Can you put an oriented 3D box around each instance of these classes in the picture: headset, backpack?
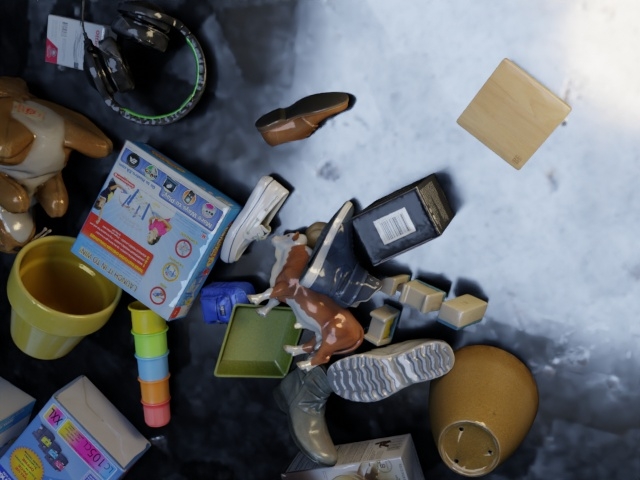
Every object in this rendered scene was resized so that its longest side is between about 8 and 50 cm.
[{"bbox_3d":[-0.427,-0.422,1.612,0.394,0.185,0.243,41,92,-9],"label":"headset"},{"bbox_3d":[-0.212,0.151,1.739,0.120,0.101,0.097,-4,107,15],"label":"backpack"}]

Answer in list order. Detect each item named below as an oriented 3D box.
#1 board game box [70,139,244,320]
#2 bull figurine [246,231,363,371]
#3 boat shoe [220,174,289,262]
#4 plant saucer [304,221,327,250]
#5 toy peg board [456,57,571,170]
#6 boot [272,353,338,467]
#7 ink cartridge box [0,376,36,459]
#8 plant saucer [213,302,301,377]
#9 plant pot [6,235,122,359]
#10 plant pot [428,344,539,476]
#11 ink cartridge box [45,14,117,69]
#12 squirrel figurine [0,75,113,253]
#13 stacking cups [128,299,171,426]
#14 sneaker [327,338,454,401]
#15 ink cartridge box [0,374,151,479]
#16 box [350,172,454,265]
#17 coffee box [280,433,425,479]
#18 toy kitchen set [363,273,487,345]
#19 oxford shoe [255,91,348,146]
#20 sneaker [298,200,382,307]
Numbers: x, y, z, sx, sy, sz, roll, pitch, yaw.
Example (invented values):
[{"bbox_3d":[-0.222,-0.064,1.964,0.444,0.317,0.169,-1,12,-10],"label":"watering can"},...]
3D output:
[{"bbox_3d":[-0.379,-0.024,1.725,0.308,0.086,0.301,33,102,14],"label":"board game box"},{"bbox_3d":[-0.041,0.130,1.630,0.188,0.101,0.310,-36,82,-10],"label":"bull figurine"},{"bbox_3d":[-0.149,-0.034,1.685,0.076,0.083,0.226,32,109,10],"label":"boat shoe"},{"bbox_3d":[0.000,0.000,1.680,0.084,0.015,0.083,4,103,17],"label":"plant saucer"},{"bbox_3d":[0.387,-0.255,1.477,0.161,0.079,0.160,40,126,7],"label":"toy peg board"},{"bbox_3d":[-0.005,0.371,1.685,0.161,0.083,0.246,-51,54,23],"label":"boot"},{"bbox_3d":[-0.914,0.509,2.009,0.171,0.168,0.232,27,109,10],"label":"ink cartridge box"},{"bbox_3d":[-0.144,0.224,1.718,0.045,0.188,0.188,42,120,54],"label":"plant saucer"},{"bbox_3d":[-0.641,0.157,1.818,0.254,0.254,0.239,41,127,6],"label":"plant pot"},{"bbox_3d":[0.318,0.368,1.530,0.237,0.254,0.237,4,103,18],"label":"plant pot"},{"bbox_3d":[-0.555,-0.456,1.737,0.151,0.063,0.109,15,106,13],"label":"ink cartridge box"},{"bbox_3d":[-0.759,-0.175,1.795,0.397,0.281,0.370,42,122,20],"label":"squirrel figurine"},{"bbox_3d":[-0.421,0.306,1.845,0.096,0.096,0.316,5,104,17],"label":"stacking cups"},{"bbox_3d":[0.155,0.279,1.626,0.281,0.115,0.105,-12,91,12],"label":"sneaker"},{"bbox_3d":[-0.672,0.592,1.962,0.270,0.151,0.395,44,113,5],"label":"ink cartridge box"},{"bbox_3d":[0.171,-0.046,1.512,0.153,0.207,0.108,-26,93,22],"label":"box"},{"bbox_3d":[0.081,0.566,1.721,0.297,0.119,0.168,-15,98,21],"label":"coffee box"},{"bbox_3d":[0.223,0.176,1.612,0.207,0.122,0.166,26,110,33],"label":"toy kitchen set"},{"bbox_3d":[-0.030,-0.262,1.616,0.212,0.076,0.076,-17,126,18],"label":"oxford shoe"},{"bbox_3d":[0.067,0.037,1.601,0.163,0.226,0.086,29,153,-7],"label":"sneaker"}]
